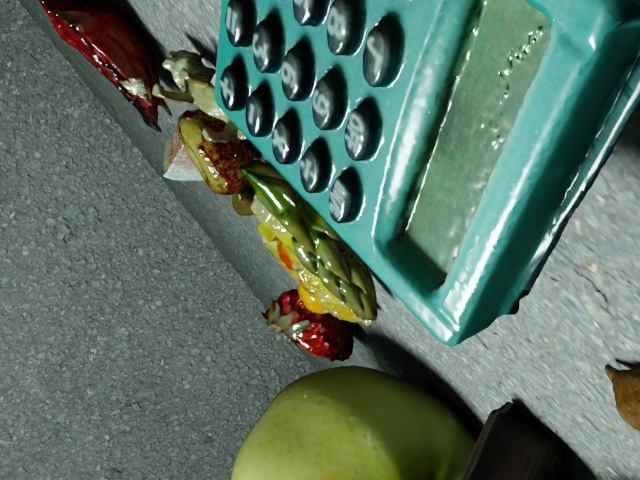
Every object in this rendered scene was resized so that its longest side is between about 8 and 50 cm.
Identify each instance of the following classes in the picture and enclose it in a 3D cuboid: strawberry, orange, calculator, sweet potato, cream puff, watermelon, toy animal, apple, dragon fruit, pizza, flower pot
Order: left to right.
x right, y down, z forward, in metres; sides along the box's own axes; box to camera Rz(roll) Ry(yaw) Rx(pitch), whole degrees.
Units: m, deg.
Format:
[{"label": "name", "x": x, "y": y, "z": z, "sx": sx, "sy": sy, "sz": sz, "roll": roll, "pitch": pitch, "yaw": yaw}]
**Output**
[{"label": "dragon fruit", "x": -0.346, "y": -0.315, "z": 1.328, "sx": 0.282, "sy": 0.100, "sz": 0.343, "roll": 55, "pitch": 171, "yaw": -34}, {"label": "watermelon", "x": -0.219, "y": -0.168, "z": 1.317, "sx": 0.158, "sy": 0.121, "sz": 0.098, "roll": 71, "pitch": 178, "yaw": -54}, {"label": "cream puff", "x": -0.153, "y": -0.139, "z": 1.192, "sx": 0.149, "sy": 0.084, "sz": 0.149, "roll": 53, "pitch": 168, "yaw": 17}, {"label": "toy animal", "x": -0.125, "y": -0.173, "z": 0.984, "sx": 0.241, "sy": 0.057, "sz": 0.099, "roll": 39, "pitch": -149, "yaw": 22}, {"label": "sweet potato", "x": -0.124, "y": -0.072, "z": 1.328, "sx": 0.069, "sy": 0.059, "sz": 0.249, "roll": 49, "pitch": 180, "yaw": -13}, {"label": "pizza", "x": -0.052, "y": -0.006, "z": 1.266, "sx": 0.280, "sy": 0.075, "sz": 0.288, "roll": 36, "pitch": 163, "yaw": 49}, {"label": "orange", "x": -0.002, "y": 0.092, "z": 1.413, "sx": 0.083, "sy": 0.070, "sz": 0.083, "roll": 52, "pitch": 172, "yaw": 10}, {"label": "strawberry", "x": 0.002, "y": 0.156, "z": 1.578, "sx": 0.190, "sy": 0.111, "sz": 0.236, "roll": 30, "pitch": -177, "yaw": 34}, {"label": "apple", "x": 0.074, "y": 0.435, "z": 1.338, "sx": 0.473, "sy": 0.473, "sz": 0.473, "roll": 47, "pitch": 169, "yaw": 12}, {"label": "calculator", "x": 0.028, "y": -0.102, "z": 0.416, "sx": 0.274, "sy": 0.058, "sz": 0.248, "roll": 47, "pitch": 144, "yaw": 27}, {"label": "flower pot", "x": 0.256, "y": 0.328, "z": 0.981, "sx": 0.084, "sy": 0.179, "sz": 0.251, "roll": 9, "pitch": 145, "yaw": 36}, {"label": "sweet potato", "x": 0.239, "y": 0.113, "z": 0.581, "sx": 0.049, "sy": 0.049, "sz": 0.117, "roll": 53, "pitch": 180, "yaw": -16}]

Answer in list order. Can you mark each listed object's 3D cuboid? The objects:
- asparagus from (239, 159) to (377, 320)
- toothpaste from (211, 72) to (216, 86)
[{"label": "asparagus", "x": 0.000, "y": 0.000, "z": 1.083, "sx": 0.287, "sy": 0.080, "sz": 0.080, "roll": 56, "pitch": 168, "yaw": -15}, {"label": "toothpaste", "x": -0.044, "y": -0.127, "z": 0.918, "sx": 0.194, "sy": 0.043, "sz": 0.067, "roll": 45, "pitch": 173, "yaw": -3}]
